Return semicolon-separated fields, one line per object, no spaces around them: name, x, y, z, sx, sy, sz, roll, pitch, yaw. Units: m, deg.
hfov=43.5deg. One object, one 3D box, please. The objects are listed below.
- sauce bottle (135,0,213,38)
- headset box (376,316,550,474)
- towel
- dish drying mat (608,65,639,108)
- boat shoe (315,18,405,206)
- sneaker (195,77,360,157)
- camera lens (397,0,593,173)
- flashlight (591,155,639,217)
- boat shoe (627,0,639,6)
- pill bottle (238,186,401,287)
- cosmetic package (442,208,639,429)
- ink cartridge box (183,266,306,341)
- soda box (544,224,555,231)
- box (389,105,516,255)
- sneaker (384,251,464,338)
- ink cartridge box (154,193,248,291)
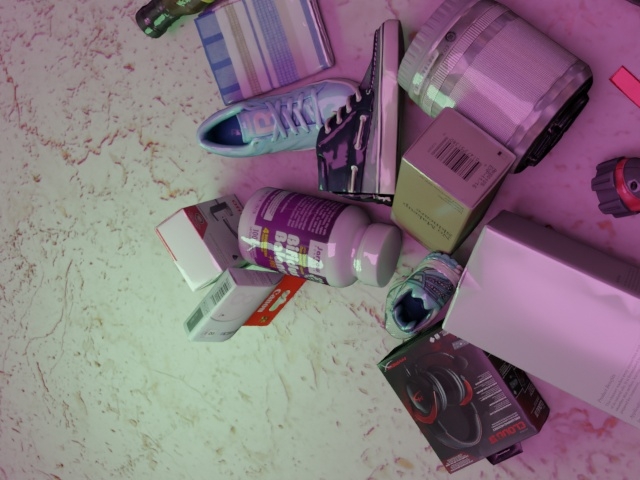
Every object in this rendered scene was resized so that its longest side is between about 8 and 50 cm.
sauce bottle;-0.244;-0.536;1.621;0.344;0.111;0.111;-30;89;30
headset box;0.288;0.301;1.574;0.218;0.110;0.293;-35;86;30
towel;-0.117;-0.411;1.636;0.285;0.034;0.209;-14;99;32
dish drying mat;0.529;-0.256;1.355;0.083;0.008;0.032;47;119;10
boat shoe;0.071;-0.235;1.484;0.158;0.127;0.340;4;98;12
sneaker;-0.086;-0.229;1.600;0.366;0.150;0.135;-14;98;28
camera lens;0.296;-0.263;1.351;0.274;0.219;0.219;40;118;12
flashlight;0.584;-0.113;1.261;0.304;0.103;0.103;-18;92;51
boat shoe;0.599;-0.353;1.243;0.335;0.121;0.119;43;127;24
pill bottle;0.000;0.000;1.608;0.302;0.169;0.169;13;110;24
cosmetic package;0.428;0.126;1.362;0.385;0.156;0.217;29;115;19
ink cartridge box;-0.143;0.140;1.683;0.189;0.232;0.066;-49;49;29
soda box;0.443;0.063;1.458;0.063;0.058;0.183;-40;83;30
box;0.218;-0.086;1.389;0.148;0.311;0.121;39;77;13
sneaker;0.168;0.128;1.538;0.110;0.122;0.283;38;148;8
ink cartridge box;-0.223;0.000;1.695;0.092;0.218;0.158;-34;87;24
